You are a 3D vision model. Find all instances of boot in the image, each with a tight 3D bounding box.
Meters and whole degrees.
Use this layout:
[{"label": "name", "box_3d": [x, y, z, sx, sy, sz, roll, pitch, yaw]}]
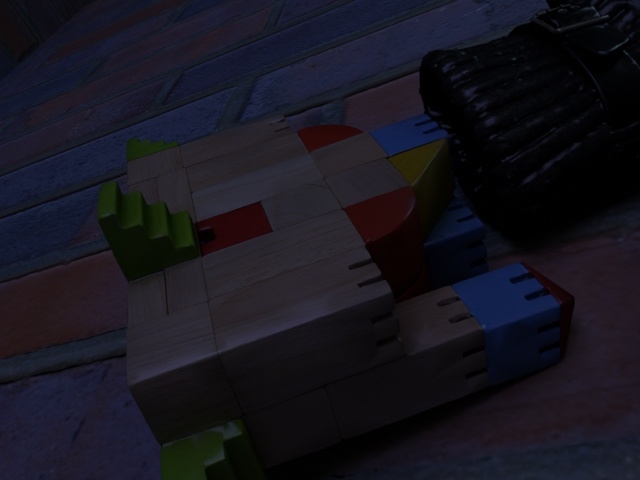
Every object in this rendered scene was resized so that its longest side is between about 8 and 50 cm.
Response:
[{"label": "boot", "box_3d": [0.204, -0.169, 0.562, 0.260, 0.131, 0.348, -24, 34, 7]}]

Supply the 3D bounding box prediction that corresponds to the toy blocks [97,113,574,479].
[{"label": "toy blocks", "box_3d": [0.000, 0.000, 0.477, 0.261, 0.191, 0.381, -19, 33, -6]}]
